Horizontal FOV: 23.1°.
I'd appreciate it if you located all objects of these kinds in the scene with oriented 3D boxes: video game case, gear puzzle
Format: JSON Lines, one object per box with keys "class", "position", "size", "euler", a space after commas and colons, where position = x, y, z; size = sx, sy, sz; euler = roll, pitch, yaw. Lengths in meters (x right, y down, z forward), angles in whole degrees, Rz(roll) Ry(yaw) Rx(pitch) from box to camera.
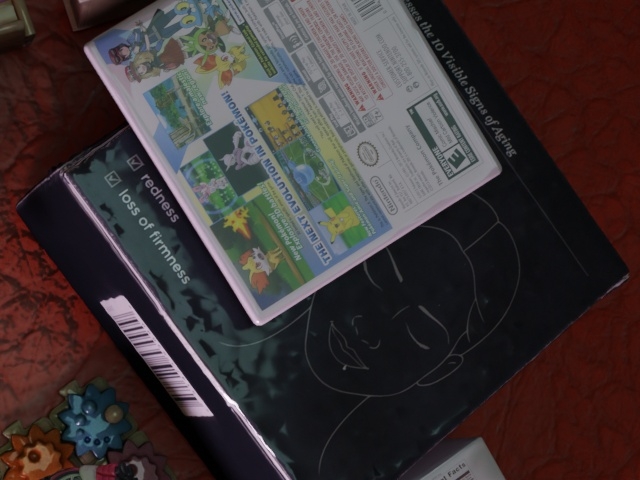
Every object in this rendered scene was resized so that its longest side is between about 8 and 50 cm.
{"class": "video game case", "position": [-0.024, -0.131, 1.567], "size": [0.300, 0.036, 0.329], "euler": [-32, 96, -8]}
{"class": "gear puzzle", "position": [-0.329, 0.305, 1.738], "size": [0.339, 0.044, 0.175], "euler": [-37, 98, -21]}

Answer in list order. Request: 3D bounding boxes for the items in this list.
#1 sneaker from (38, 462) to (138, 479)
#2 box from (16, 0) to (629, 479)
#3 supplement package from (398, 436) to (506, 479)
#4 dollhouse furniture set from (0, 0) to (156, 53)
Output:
{"class": "sneaker", "position": [-0.243, 0.391, 1.706], "size": [0.112, 0.121, 0.299], "euler": [-6, 92, 8]}
{"class": "box", "position": [0.000, 0.000, 1.770], "size": [0.472, 0.297, 0.480], "euler": [-38, 97, -20]}
{"class": "supplement package", "position": [0.173, 0.373, 1.879], "size": [0.134, 0.139, 0.244], "euler": [-32, 94, -23]}
{"class": "dollhouse furniture set", "position": [-0.298, -0.393, 1.724], "size": [0.286, 0.198, 0.303], "euler": [-19, 91, -11]}
